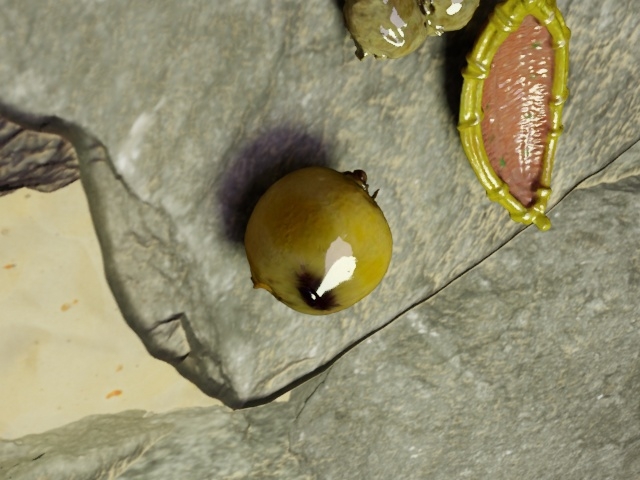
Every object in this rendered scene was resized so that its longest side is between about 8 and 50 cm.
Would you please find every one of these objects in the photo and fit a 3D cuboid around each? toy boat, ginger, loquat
[{"bbox_3d":[0.207,-0.146,1.044,0.141,0.099,0.318,-29,137,-13],"label":"toy boat"},{"bbox_3d":[0.114,-0.242,0.934,0.204,0.080,0.104,-27,126,-16],"label":"ginger"},{"bbox_3d":[0.000,0.000,0.985,0.163,0.137,0.163,-6,108,-19],"label":"loquat"}]
